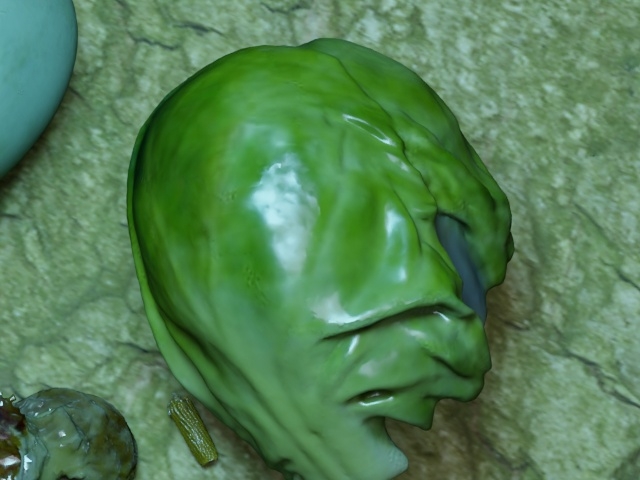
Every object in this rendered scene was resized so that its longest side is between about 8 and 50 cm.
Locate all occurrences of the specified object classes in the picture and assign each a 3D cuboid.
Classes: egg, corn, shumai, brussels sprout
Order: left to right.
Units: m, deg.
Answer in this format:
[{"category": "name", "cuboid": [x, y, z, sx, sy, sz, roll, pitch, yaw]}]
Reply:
[{"category": "egg", "cuboid": [-0.420, -0.158, 1.790, 0.389, 0.276, 0.276, -37, 80, -12]}, {"category": "shumai", "cuboid": [-0.285, 0.226, 1.762, 0.209, 0.153, 0.161, -25, 70, -7]}, {"category": "corn", "cuboid": [-0.133, 0.193, 1.840, 0.028, 0.027, 0.083, -30, 80, 6]}, {"category": "brussels sprout", "cuboid": [-0.018, -0.006, 1.706, 0.361, 0.425, 0.342, 40, 118, -21]}]
